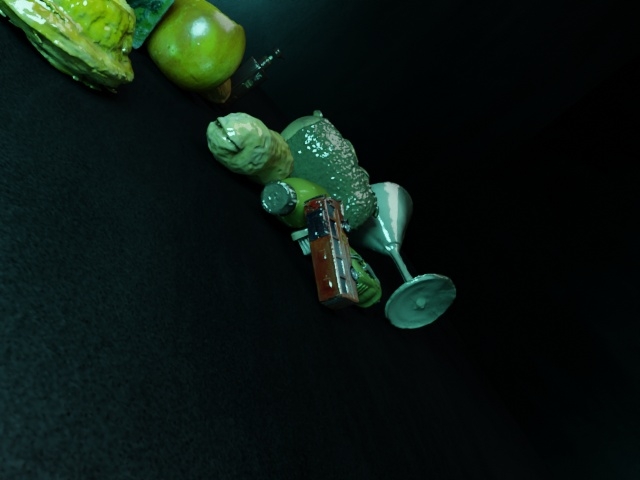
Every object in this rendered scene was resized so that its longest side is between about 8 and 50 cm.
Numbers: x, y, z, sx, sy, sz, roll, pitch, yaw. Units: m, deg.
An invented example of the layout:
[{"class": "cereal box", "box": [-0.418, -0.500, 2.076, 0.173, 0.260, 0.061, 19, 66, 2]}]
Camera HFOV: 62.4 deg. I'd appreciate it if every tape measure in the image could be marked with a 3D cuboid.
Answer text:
[{"class": "tape measure", "box": [0.076, 0.081, 1.225, 0.154, 0.087, 0.177, 57, 9, 35]}]

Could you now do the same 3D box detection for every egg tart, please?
[{"class": "egg tart", "box": [-0.368, -0.348, 0.760, 0.288, 0.118, 0.288, 44, 10, -10]}]

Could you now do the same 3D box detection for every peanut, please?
[{"class": "peanut", "box": [-0.144, -0.195, 1.138, 0.130, 0.130, 0.290, 53, 9, 13]}]

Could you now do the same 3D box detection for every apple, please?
[{"class": "apple", "box": [-0.286, -0.467, 1.232, 0.237, 0.207, 0.237, 50, 13, -17]}]

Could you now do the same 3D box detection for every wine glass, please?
[{"class": "wine glass", "box": [0.222, 0.048, 1.566, 0.267, 0.267, 0.406, 42, 18, -41]}]

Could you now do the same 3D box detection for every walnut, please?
[{"class": "walnut", "box": [-0.292, -0.429, 1.426, 0.124, 0.105, 0.105, 61, 9, -4]}]

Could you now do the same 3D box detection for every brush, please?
[{"class": "brush", "box": [0.000, 0.000, 1.272, 0.327, 0.070, 0.065, -7, 77, -80]}]

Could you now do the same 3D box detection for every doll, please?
[{"class": "doll", "box": [0.022, -0.183, 1.495, 0.349, 0.247, 0.247, 56, 10, 4]}]

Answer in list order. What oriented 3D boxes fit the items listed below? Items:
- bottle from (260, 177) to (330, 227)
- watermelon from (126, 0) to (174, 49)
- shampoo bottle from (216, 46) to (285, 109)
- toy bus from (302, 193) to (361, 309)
[{"class": "bottle", "box": [-0.054, -0.083, 1.166, 0.112, 0.112, 0.260, 53, 12, 10]}, {"class": "watermelon", "box": [-0.449, -0.549, 1.098, 0.264, 0.151, 0.302, 40, -3, -33]}, {"class": "shampoo bottle", "box": [-0.210, -0.471, 1.527, 0.067, 0.236, 0.068, 54, 8, 9]}, {"class": "toy bus", "box": [0.020, 0.019, 1.051, 0.096, 0.074, 0.234, 30, 44, -58]}]
